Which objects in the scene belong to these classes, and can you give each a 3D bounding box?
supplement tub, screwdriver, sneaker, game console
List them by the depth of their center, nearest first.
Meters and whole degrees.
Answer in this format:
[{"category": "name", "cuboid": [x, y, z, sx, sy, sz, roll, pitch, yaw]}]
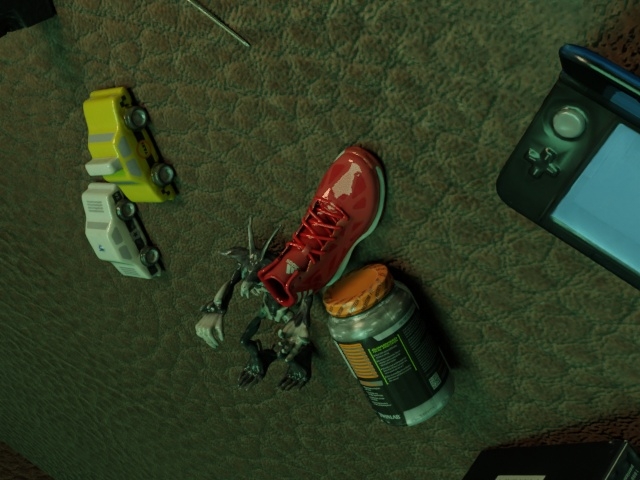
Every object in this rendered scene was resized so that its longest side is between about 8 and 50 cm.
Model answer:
[{"category": "game console", "cuboid": [0.282, -0.011, 0.547, 0.293, 0.173, 0.250, 36, 140, 13]}, {"category": "screwdriver", "cuboid": [-0.151, -0.280, 0.822, 0.170, 0.024, 0.025, 39, 170, -2]}, {"category": "sneaker", "cuboid": [0.000, 0.000, 0.825, 0.087, 0.128, 0.221, 31, 129, 17]}, {"category": "supplement tub", "cuboid": [0.085, 0.132, 0.887, 0.117, 0.117, 0.190, -8, 117, 45]}]

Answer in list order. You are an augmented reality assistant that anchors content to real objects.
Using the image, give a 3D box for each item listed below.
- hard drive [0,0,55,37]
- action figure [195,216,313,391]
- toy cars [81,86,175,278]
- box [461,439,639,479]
[{"category": "hard drive", "cuboid": [-0.491, -0.402, 0.842, 0.064, 0.237, 0.339, 15, 133, 32]}, {"category": "action figure", "cuboid": [-0.080, 0.110, 0.996, 0.164, 0.141, 0.276, 7, 129, 19]}, {"category": "toy cars", "cuboid": [-0.327, -0.063, 1.105, 0.176, 0.087, 0.394, 37, 140, 11]}, {"category": "box", "cuboid": [0.326, 0.413, 0.827, 0.294, 0.183, 0.296, 45, 153, 0]}]
